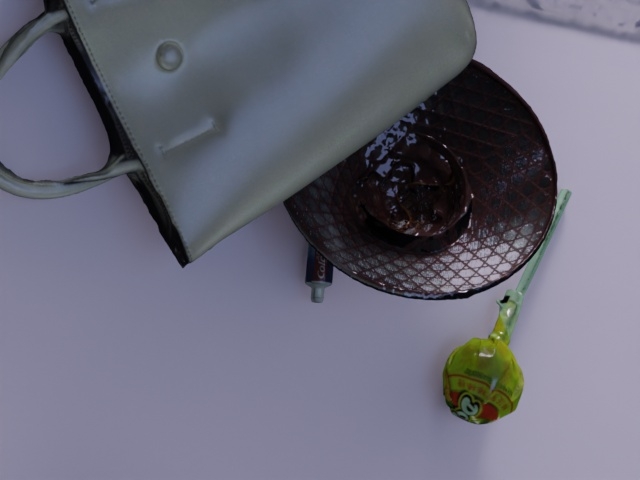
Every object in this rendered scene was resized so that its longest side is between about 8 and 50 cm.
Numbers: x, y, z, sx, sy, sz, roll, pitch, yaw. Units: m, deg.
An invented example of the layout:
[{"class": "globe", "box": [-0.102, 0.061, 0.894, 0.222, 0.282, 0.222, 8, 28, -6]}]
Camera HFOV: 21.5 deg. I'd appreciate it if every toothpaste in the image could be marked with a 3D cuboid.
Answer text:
[{"class": "toothpaste", "box": [0.000, 0.000, 1.126, 0.027, 0.019, 0.083, 7, 85, -36]}]

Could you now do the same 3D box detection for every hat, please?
[{"class": "hat", "box": [0.057, -0.033, 1.130, 0.193, 0.082, 0.193, 4, 64, -9]}]

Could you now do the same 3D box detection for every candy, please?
[{"class": "candy", "box": [0.143, 0.044, 1.216, 0.058, 0.062, 0.194, 23, 69, 11]}]

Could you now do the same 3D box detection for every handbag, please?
[{"class": "handbag", "box": [-0.066, -0.125, 1.014, 0.315, 0.109, 0.241, -31, 106, -24]}]
